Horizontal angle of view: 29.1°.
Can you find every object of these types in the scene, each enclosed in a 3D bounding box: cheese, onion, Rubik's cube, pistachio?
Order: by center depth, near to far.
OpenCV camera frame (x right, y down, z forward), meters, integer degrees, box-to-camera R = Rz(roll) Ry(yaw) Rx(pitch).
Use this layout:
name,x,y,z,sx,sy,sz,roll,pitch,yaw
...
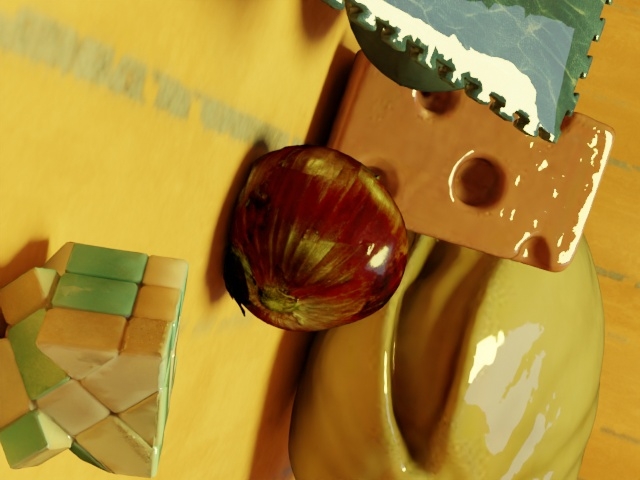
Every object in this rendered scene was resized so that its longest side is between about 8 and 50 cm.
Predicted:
name,x,y,z,sx,sy,sz,roll,pitch,yaw
Rubik's cube,-0.090,0.046,0.455,0.075,0.073,0.084,-94,-165,-73
onion,0.000,0.000,0.738,0.117,0.119,0.118,82,29,-60
cheese,0.085,-0.073,0.941,0.177,0.203,0.128,-146,-108,-71
pistachio,0.115,0.100,1.129,0.365,0.282,0.445,35,59,-77

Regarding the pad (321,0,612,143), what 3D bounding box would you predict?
name,x,y,z,sx,sy,sz,roll,pitch,yaw
pad,0.073,-0.208,0.537,0.270,0.012,0.269,23,84,-41

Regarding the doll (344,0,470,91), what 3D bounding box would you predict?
name,x,y,z,sx,sy,sz,roll,pitch,yaw
doll,0.080,-0.209,0.706,0.258,0.154,0.228,107,4,-52
